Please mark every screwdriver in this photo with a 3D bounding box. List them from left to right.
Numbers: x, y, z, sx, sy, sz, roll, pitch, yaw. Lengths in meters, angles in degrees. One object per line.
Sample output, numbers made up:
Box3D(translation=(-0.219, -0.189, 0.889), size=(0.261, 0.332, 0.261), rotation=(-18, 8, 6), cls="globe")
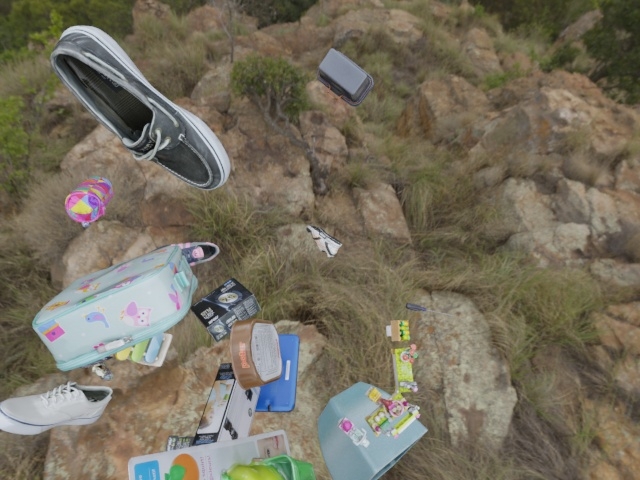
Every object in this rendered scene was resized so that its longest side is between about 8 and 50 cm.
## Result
Box3D(translation=(0.374, 0.242, 1.408), size=(0.169, 0.025, 0.024), rotation=(15, 51, -5), cls="screwdriver")

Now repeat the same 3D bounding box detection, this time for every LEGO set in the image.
Box3D(translation=(0.161, 0.310, 0.875), size=(0.132, 0.107, 0.287), rotation=(33, 72, -2), cls="LEGO set")

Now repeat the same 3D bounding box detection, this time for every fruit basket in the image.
Box3D(translation=(-0.104, 0.450, 0.573), size=(0.165, 0.353, 0.328), rotation=(-23, 63, 15), cls="fruit basket")

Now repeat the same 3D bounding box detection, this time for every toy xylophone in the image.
Box3D(translation=(-0.633, 0.280, 1.344), size=(0.081, 0.322, 0.237), rotation=(-9, 62, 31), cls="toy xylophone")

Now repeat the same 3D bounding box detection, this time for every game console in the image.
Box3D(translation=(-0.202, 0.539, 1.621), size=(0.249, 0.173, 0.294), rotation=(-2, 55, 7), cls="game console")

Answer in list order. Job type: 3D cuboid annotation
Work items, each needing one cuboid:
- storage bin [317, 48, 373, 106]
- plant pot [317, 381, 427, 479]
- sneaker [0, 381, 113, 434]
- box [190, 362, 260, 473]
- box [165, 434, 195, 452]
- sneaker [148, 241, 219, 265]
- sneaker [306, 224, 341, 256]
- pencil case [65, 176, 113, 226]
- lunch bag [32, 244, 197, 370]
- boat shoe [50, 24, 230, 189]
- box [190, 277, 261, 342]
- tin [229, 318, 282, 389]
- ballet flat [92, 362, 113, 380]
Box3D(translation=(0.051, -0.389, 0.980), size=(0.135, 0.091, 0.098), rotation=(38, 103, 0), cls="storage bin")
Box3D(translation=(0.130, 0.613, 1.311), size=(0.246, 0.248, 0.252), rotation=(-15, 50, -40), cls="plant pot")
Box3D(translation=(-0.586, 0.359, 0.918), size=(0.094, 0.258, 0.091), rotation=(34, 87, 23), cls="sneaker")
Box3D(translation=(-0.292, 0.560, 1.314), size=(0.087, 0.169, 0.290), rotation=(-10, 34, 16), cls="box")
Box3D(translation=(-0.425, 0.733, 1.320), size=(0.183, 0.045, 0.191), rotation=(-8, 61, 18), cls="box")
Box3D(translation=(-0.563, 0.058, 1.701), size=(0.319, 0.130, 0.112), rotation=(-20, 98, -56), cls="sneaker")
Box3D(translation=(0.000, 0.000, 0.939), size=(0.040, 0.044, 0.109), rotation=(6, 24, -45), cls="sneaker")
Box3D(translation=(-0.685, -0.124, 1.233), size=(0.104, 0.236, 0.105), rotation=(-7, 114, -17), cls="pencil case")
Box3D(translation=(-0.328, 0.101, 0.712), size=(0.223, 0.279, 0.108), rotation=(-20, 105, -8), cls="lunch bag")
Box3D(translation=(-0.295, -0.187, 0.690), size=(0.335, 0.121, 0.119), rotation=(43, 29, -33), cls="boat shoe")
Box3D(translation=(-0.317, 0.227, 1.367), size=(0.180, 0.078, 0.147), rotation=(-35, 38, -23), cls="box")
Box3D(translation=(-0.100, 0.184, 0.676), size=(0.040, 0.190, 0.106), rotation=(-8, 76, 6), cls="tin")
Box3D(translation=(-0.720, 0.422, 1.342), size=(0.114, 0.041, 0.041), rotation=(16, 59, 36), cls="ballet flat")
